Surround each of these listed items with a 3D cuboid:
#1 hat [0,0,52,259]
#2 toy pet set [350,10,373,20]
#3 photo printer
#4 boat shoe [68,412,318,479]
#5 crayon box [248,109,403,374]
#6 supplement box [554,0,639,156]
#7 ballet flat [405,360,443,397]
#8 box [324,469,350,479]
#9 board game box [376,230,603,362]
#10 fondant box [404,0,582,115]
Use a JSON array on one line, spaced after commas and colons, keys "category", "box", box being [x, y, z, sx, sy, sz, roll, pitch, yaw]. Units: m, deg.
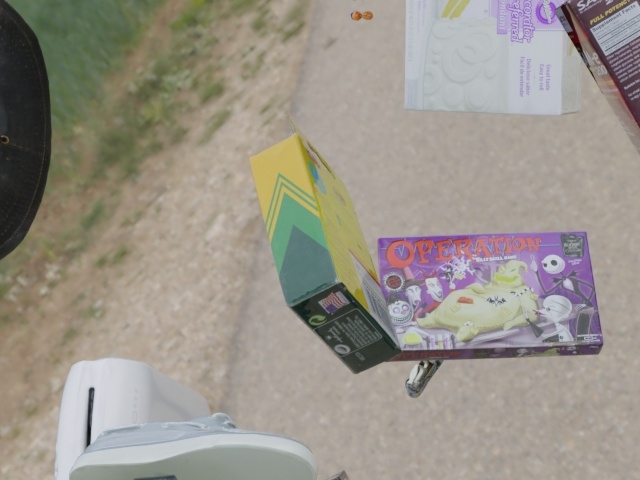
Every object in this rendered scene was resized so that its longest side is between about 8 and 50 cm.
[{"category": "hat", "box": [-0.416, -0.117, 1.132, 0.134, 0.331, 0.331, -17, 32, 40]}, {"category": "toy pet set", "box": [0.052, -0.400, 1.790, 0.065, 0.122, 0.114, -12, 16, -29]}, {"category": "photo printer", "box": [-0.210, 0.275, 1.330, 0.107, 0.307, 0.256, -6, 70, 11]}, {"category": "boat shoe", "box": [-0.108, 0.185, 1.008, 0.227, 0.079, 0.081, -6, 31, 17]}, {"category": "crayon box", "box": [0.000, 0.000, 1.567, 0.081, 0.202, 0.319, -27, 49, 13]}, {"category": "supplement box", "box": [0.363, -0.184, 1.320, 0.073, 0.239, 0.130, -31, 3, 7]}, {"category": "ballet flat", "box": [0.183, 0.221, 2.014, 0.041, 0.041, 0.114, -9, 39, 55]}, {"category": "box", "box": [0.017, 0.317, 1.324, 0.062, 0.083, 0.052, -28, -8, 7]}, {"category": "board game box", "box": [0.268, 0.088, 1.865, 0.346, 0.056, 0.208, -2, 57, 0]}, {"category": "fondant box", "box": [0.317, -0.357, 2.142, 0.330, 0.238, 0.096, 7, 12, 35]}]
